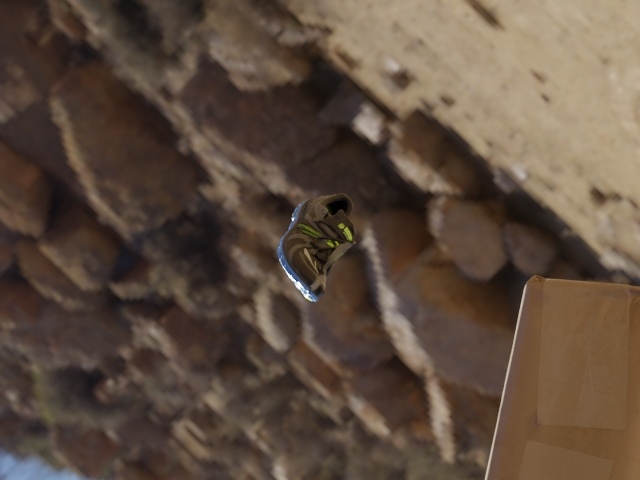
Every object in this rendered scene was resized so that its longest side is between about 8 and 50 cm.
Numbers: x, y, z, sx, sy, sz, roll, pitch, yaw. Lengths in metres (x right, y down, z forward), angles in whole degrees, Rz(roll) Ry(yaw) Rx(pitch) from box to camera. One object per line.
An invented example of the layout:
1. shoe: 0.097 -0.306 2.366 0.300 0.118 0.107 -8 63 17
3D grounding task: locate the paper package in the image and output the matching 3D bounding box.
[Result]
1. paper package: 0.290 0.239 1.824 0.168 0.324 0.309 9 165 15

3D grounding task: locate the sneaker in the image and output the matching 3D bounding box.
1. sneaker: 0.000 0.000 1.954 0.067 0.078 0.188 54 -153 -24
